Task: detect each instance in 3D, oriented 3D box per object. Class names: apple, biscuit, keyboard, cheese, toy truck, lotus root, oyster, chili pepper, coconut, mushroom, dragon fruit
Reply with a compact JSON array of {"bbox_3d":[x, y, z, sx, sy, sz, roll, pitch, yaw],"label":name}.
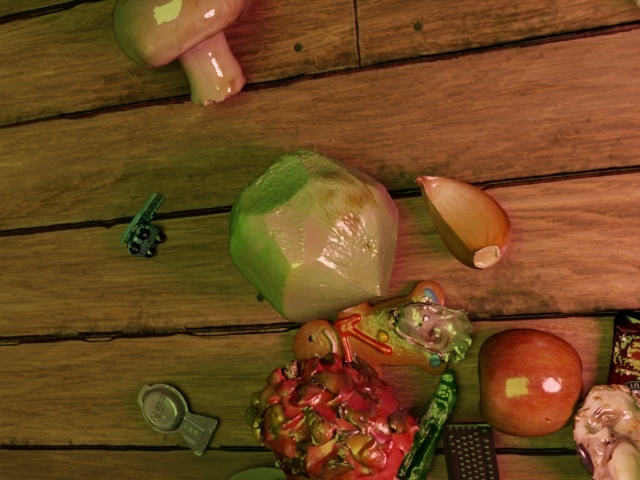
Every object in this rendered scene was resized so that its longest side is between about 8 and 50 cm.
[{"bbox_3d":[0.360,0.245,1.468,0.174,0.188,0.188,2,92,9],"label":"apple"},{"bbox_3d":[0.552,0.235,1.453,0.151,0.063,0.235,16,104,21],"label":"biscuit"},{"bbox_3d":[0.279,0.404,1.545,0.104,0.041,0.380,-6,98,21],"label":"keyboard"},{"bbox_3d":[0.091,0.194,1.649,0.324,0.049,0.205,-8,88,23],"label":"biscuit"},{"bbox_3d":[-0.311,0.374,1.810,0.191,0.042,0.105,32,103,18],"label":"cheese"},{"bbox_3d":[-0.369,-0.029,1.822,0.136,0.063,0.074,-52,54,11],"label":"toy truck"},{"bbox_3d":[-0.108,0.358,1.723,0.099,0.054,0.049,4,113,23],"label":"lotus root"},{"bbox_3d":[0.202,0.153,1.563,0.166,0.053,0.108,23,112,1],"label":"oyster"},{"bbox_3d":[0.201,0.342,1.600,0.088,0.059,0.226,26,98,21],"label":"chili pepper"},{"bbox_3d":[0.499,0.389,1.438,0.129,0.078,0.344,-20,109,-7],"label":"oyster"},{"bbox_3d":[0.000,0.000,1.555,0.328,0.328,0.281,35,135,18],"label":"coconut"},{"bbox_3d":[-0.244,-0.414,1.666,0.298,0.297,0.290,-26,108,20],"label":"mushroom"},{"bbox_3d":[0.009,0.340,1.535,0.291,0.250,0.269,27,111,-1],"label":"dragon fruit"}]

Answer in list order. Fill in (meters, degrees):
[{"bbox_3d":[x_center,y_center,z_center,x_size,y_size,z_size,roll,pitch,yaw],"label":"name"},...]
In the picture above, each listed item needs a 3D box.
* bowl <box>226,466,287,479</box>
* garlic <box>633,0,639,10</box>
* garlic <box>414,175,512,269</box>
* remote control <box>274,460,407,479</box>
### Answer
[{"bbox_3d":[-0.113,0.625,1.646,0.337,0.157,0.337,5,101,24],"label":"bowl"},{"bbox_3d":[0.588,-0.492,1.380,0.203,0.185,0.280,-3,111,47],"label":"garlic"},{"bbox_3d":[0.259,-0.033,1.546,0.206,0.128,0.115,49,148,20],"label":"garlic"},{"bbox_3d":[0.071,0.486,1.655,0.344,0.050,0.145,26,100,20],"label":"remote control"}]
